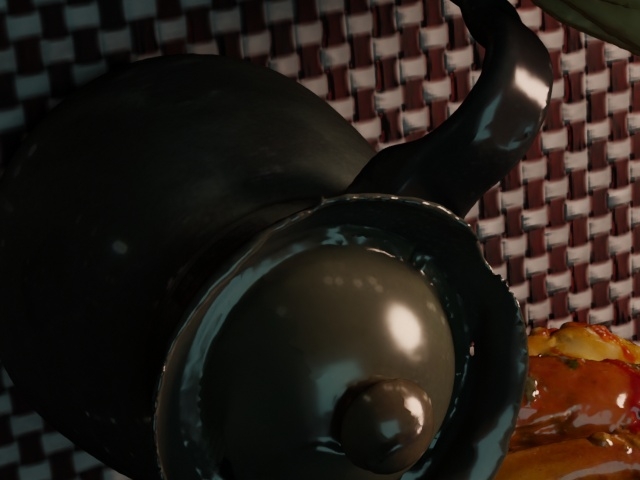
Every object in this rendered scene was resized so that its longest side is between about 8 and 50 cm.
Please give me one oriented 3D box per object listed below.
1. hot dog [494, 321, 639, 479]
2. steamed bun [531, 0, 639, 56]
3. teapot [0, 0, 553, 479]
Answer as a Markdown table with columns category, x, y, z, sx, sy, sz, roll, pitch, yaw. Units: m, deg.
| category | x | y | z | sx | sy | sz | roll | pitch | yaw |
| --- | --- | --- | --- | --- | --- | --- | --- | --- | --- |
| hot dog | 0.172 | 0.139 | 0.978 | 0.257 | 0.150 | 0.153 | 20 | 107 | -29 |
| steamed bun | 0.140 | -0.250 | 0.757 | 0.372 | 0.324 | 0.230 | 33 | 124 | -24 |
| teapot | 0.006 | 0.021 | 0.771 | 0.305 | 0.285 | 0.223 | -34 | 118 | -11 |
